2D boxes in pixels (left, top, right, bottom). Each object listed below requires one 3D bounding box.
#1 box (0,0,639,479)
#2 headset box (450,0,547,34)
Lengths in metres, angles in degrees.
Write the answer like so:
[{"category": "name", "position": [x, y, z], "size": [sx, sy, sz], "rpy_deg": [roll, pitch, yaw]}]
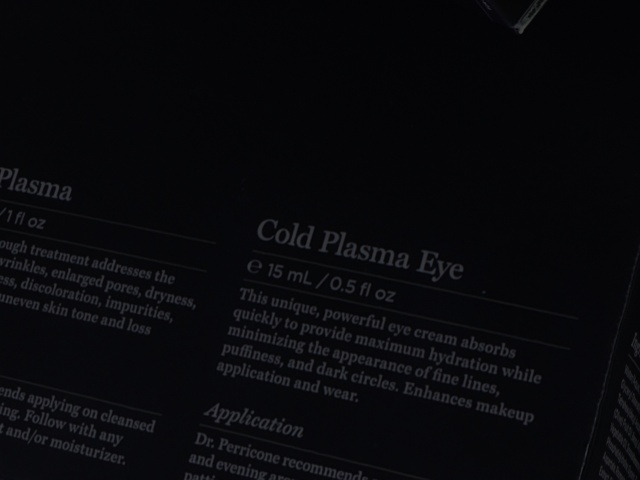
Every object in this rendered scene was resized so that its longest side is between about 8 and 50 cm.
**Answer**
[{"category": "box", "position": [0.000, 0.000, 0.882], "size": [0.343, 0.312, 0.179], "rpy_deg": [12, 166, 21]}, {"category": "headset box", "position": [-0.037, -0.232, 0.669], "size": [0.283, 0.131, 0.246], "rpy_deg": [34, 174, 45]}]
